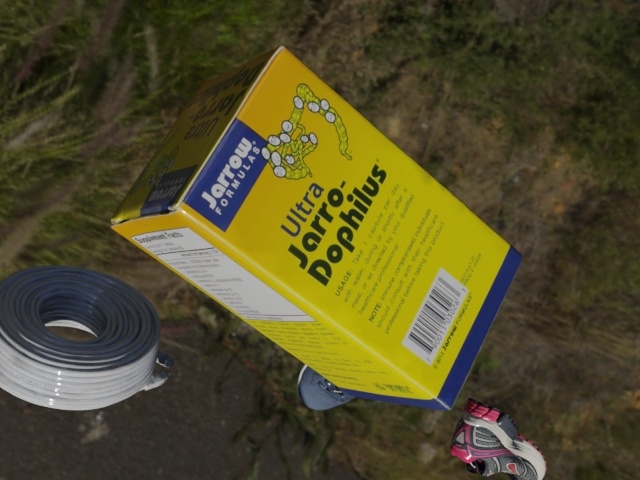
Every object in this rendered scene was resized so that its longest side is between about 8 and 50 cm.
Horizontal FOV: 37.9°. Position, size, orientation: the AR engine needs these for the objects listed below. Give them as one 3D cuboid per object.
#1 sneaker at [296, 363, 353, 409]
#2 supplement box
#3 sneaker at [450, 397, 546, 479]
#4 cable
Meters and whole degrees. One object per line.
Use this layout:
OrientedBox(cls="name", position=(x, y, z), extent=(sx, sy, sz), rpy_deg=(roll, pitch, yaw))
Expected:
OrientedBox(cls="sneaker", position=(0.077, 0.243, 1.696), extent=(0.350, 0.131, 0.148), rpy_deg=(-42, -153, 34))
OrientedBox(cls="supplement box", position=(0.000, 0.000, 0.975), extent=(0.356, 0.194, 0.195), rpy_deg=(38, 69, -23))
OrientedBox(cls="sneaker", position=(0.330, 0.406, 1.776), extent=(0.299, 0.121, 0.112), rpy_deg=(45, 70, -41))
OrientedBox(cls="cable", position=(-0.357, 0.135, 1.332), extent=(0.257, 0.257, 0.089), rpy_deg=(-27, 145, -54))
